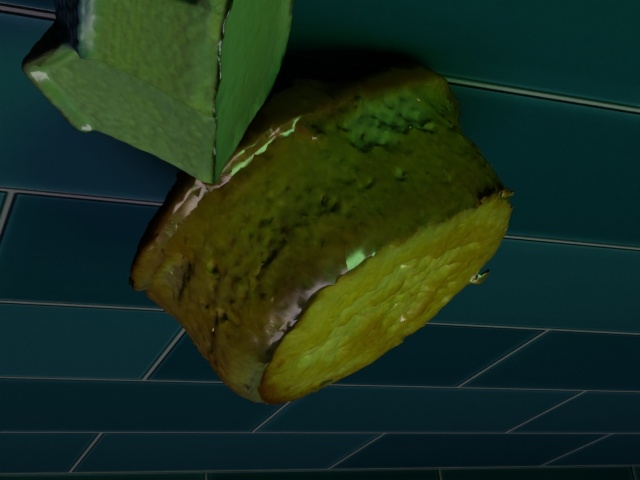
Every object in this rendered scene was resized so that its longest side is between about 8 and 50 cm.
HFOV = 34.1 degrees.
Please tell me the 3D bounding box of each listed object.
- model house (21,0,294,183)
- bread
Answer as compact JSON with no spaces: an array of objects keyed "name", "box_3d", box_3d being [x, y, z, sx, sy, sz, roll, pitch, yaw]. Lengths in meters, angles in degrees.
[{"name":"model house","box_3d":[-0.132,-0.194,0.845,0.189,0.195,0.214,16,140,6]},{"name":"bread","box_3d":[0.000,0.000,1.085,0.398,0.215,0.398,-32,159,-14]}]
